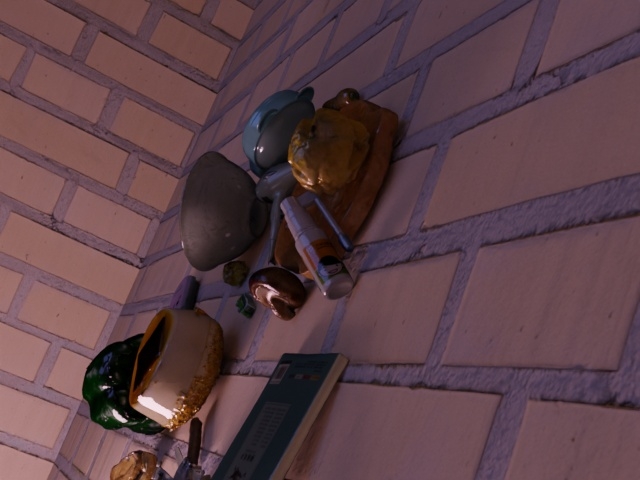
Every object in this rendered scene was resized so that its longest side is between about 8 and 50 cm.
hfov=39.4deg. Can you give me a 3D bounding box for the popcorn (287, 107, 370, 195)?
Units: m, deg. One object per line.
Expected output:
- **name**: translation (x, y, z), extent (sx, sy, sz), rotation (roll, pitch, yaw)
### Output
- **popcorn**: translation (0.012, -0.167, 1.662), extent (0.167, 0.148, 0.152), rotation (-52, -17, -14)

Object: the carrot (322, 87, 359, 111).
- **carrot**: translation (0.041, -0.329, 2.132), extent (0.049, 0.049, 0.254), rotation (-65, 14, -3)

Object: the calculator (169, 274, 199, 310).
- **calculator**: translation (-0.419, 0.214, 2.670), extent (0.141, 0.045, 0.246), rotation (-49, 24, 39)

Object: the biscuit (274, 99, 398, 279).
- **biscuit**: translation (0.034, -0.105, 1.808), extent (0.385, 0.062, 0.365), rotation (-64, 20, -1)

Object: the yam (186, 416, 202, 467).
- **yam**: translation (-0.278, 0.449, 1.972), extent (0.032, 0.032, 0.145), rotation (-55, 19, 26)

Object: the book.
- **book**: translation (-0.102, 0.356, 1.517), extent (0.379, 0.031, 0.264), rotation (-59, 16, -18)

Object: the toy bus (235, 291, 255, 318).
- **toy bus**: translation (-0.175, 0.153, 2.093), extent (0.037, 0.031, 0.083), rotation (-52, 19, 5)

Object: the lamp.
- **lamp**: translation (-0.104, -0.257, 2.235), extent (0.209, 0.147, 0.284), rotation (-34, -8, -29)

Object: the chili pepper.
- **chili pepper**: translation (-0.489, 0.372, 2.289), extent (0.257, 0.233, 0.248), rotation (-34, 56, 47)

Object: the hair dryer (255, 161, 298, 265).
- **hair dryer**: translation (-0.062, -0.100, 2.097), extent (0.229, 0.092, 0.267), rotation (-45, 39, 31)

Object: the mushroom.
- **mushroom**: translation (-0.089, 0.102, 1.787), extent (0.127, 0.127, 0.087), rotation (-35, 26, 57)

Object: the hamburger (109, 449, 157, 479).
- **hamburger**: translation (-0.460, 0.596, 2.212), extent (0.176, 0.087, 0.102), rotation (-39, 42, 38)

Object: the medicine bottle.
- **medicine bottle**: translation (0.000, 0.000, 1.625), extent (0.092, 0.061, 0.220), rotation (-31, 58, 1)

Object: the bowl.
- **bowl**: translation (-0.221, -0.069, 2.280), extent (0.313, 0.146, 0.313), rotation (5, -90, -69)

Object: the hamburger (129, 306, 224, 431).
- **hamburger**: translation (-0.327, 0.294, 2.091), extent (0.276, 0.179, 0.294), rotation (-56, 23, 31)

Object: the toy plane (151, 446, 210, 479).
- **toy plane**: translation (-0.305, 0.558, 1.814), extent (0.192, 0.088, 0.261), rotation (28, 96, 45)

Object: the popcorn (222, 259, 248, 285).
- **popcorn**: translation (-0.219, 0.079, 2.273), extent (0.068, 0.060, 0.083), rotation (-45, 17, 45)
